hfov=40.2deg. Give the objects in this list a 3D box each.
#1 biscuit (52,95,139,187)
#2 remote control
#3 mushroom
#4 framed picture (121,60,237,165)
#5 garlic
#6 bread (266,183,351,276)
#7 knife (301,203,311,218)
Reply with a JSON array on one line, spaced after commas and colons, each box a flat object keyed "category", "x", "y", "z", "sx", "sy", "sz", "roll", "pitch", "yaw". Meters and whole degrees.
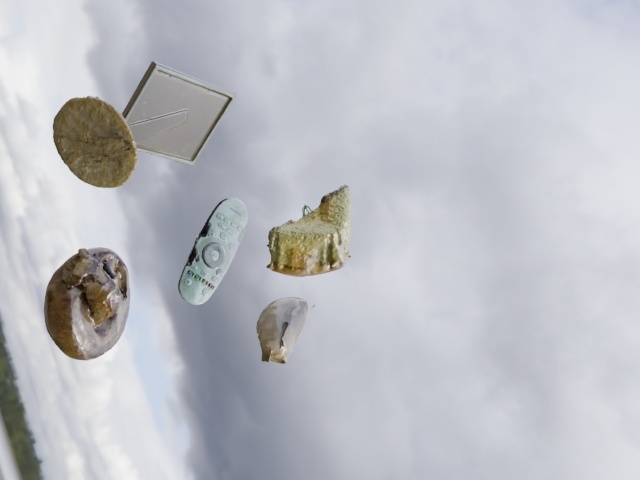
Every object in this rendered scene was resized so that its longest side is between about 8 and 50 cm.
[{"category": "biscuit", "x": -0.498, "y": -0.215, "z": 1.930, "sx": 0.219, "sy": 0.033, "sz": 0.220, "roll": 9, "pitch": -62, "yaw": 18}, {"category": "remote control", "x": -0.233, "y": 0.020, "z": 1.892, "sx": 0.097, "sy": 0.256, "sz": 0.045, "roll": 36, "pitch": -24, "yaw": -23}, {"category": "mushroom", "x": -0.568, "y": 0.140, "z": 2.132, "sx": 0.195, "sy": 0.263, "sz": 0.283, "roll": 31, "pitch": -47, "yaw": 11}, {"category": "framed picture", "x": -0.366, "y": -0.308, "z": 2.190, "sx": 0.024, "sy": 0.315, "sz": 0.232, "roll": 42, "pitch": -74, "yaw": 27}, {"category": "garlic", "x": -0.064, "y": 0.135, "z": 1.441, "sx": 0.066, "sy": 0.152, "sz": 0.084, "roll": 5, "pitch": -42, "yaw": 22}, {"category": "bread", "x": 0.010, "y": 0.001, "z": 1.983, "sx": 0.133, "sy": 0.251, "sz": 0.174, "roll": 38, "pitch": -36, "yaw": 30}, {"category": "knife", "x": -0.076, "y": -0.025, "z": 2.561, "sx": 0.166, "sy": 0.022, "sz": 0.078, "roll": -47, "pitch": -137, "yaw": 16}]
